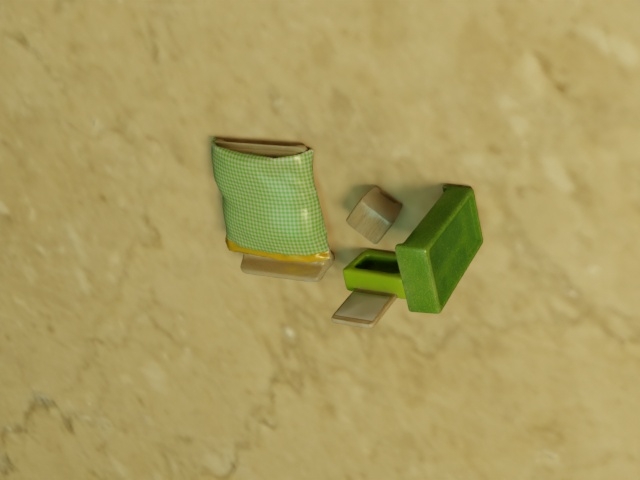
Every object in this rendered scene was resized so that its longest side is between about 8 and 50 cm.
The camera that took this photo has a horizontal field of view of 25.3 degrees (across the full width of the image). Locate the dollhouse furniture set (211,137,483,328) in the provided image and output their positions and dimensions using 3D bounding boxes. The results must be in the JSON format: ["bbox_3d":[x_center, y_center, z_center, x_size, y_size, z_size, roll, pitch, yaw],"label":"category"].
[{"bbox_3d":[0.000,0.000,0.703,0.151,0.058,0.076,7,127,30],"label":"dollhouse furniture set"}]
